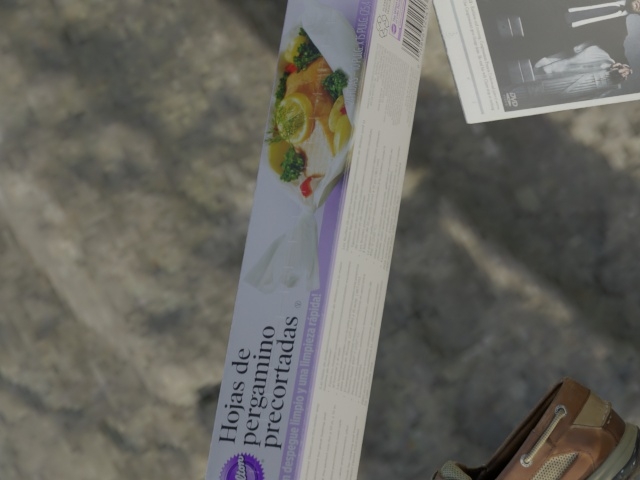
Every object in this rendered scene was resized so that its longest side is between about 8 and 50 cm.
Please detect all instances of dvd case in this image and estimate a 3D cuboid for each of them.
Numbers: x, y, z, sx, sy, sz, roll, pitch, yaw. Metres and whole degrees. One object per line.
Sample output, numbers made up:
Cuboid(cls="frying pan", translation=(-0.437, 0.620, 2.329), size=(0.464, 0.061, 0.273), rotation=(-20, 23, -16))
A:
Cuboid(cls="dvd case", translation=(0.199, -0.164, 1.248), size=(0.239, 0.029, 0.179), rotation=(-7, 137, 13))

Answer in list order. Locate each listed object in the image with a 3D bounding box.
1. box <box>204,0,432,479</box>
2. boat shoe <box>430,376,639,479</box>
Cuboid(cls="box", translation=(0.000, 0.000, 1.024), size=(0.063, 0.067, 0.324), rotation=(2, 78, 32))
Cuboid(cls="boat shoe", translation=(0.144, 0.252, 1.678), size=(0.120, 0.324, 0.122), rotation=(48, 179, -5))
